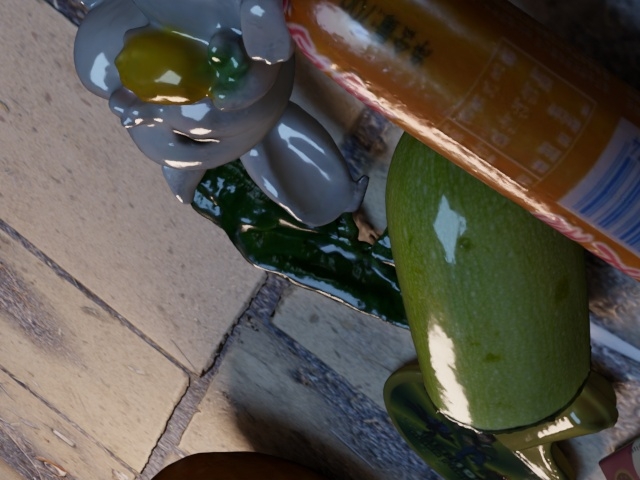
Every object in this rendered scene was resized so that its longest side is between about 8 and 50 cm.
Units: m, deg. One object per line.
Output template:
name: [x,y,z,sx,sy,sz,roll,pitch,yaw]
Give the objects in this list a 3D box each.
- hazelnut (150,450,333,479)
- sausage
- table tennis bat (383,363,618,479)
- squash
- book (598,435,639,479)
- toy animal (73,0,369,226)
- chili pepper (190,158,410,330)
hazelnut: [-0.064,0.408,1.346,0.372,0.315,0.372,57,176,7]
sausage: [0.098,-0.081,0.640,0.312,0.093,0.093,31,152,-14]
table tennis bat: [0.163,0.169,1.029,0.198,0.050,0.321,43,154,-2]
squash: [0.110,0.008,0.778,0.133,0.132,0.247,17,144,33]
book: [0.305,0.250,0.880,0.162,0.022,0.231,119,133,-60]
toy animal: [-0.068,-0.134,0.769,0.209,0.154,0.325,12,153,23]
chili pepper: [0.000,-0.001,0.942,0.253,0.083,0.099,28,139,13]
